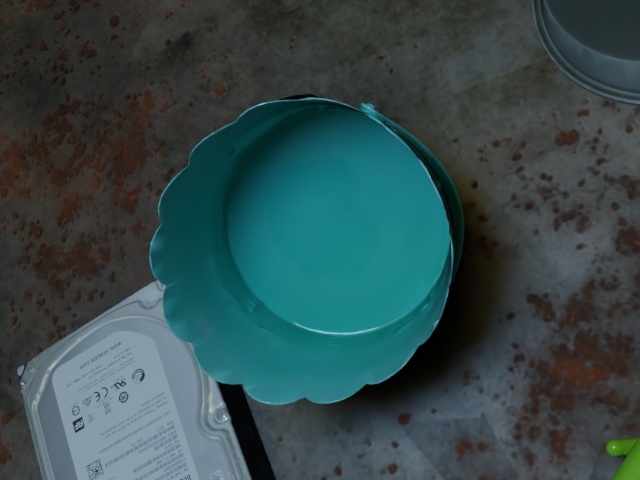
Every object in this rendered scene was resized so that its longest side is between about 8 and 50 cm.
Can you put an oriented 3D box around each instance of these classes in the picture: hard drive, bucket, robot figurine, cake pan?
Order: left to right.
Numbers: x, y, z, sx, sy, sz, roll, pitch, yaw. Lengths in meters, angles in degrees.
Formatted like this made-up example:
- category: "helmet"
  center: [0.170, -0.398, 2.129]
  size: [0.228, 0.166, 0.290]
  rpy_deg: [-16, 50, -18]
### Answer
- category: "hard drive"
  center: [-0.182, 0.227, 1.140]
  size: [0.237, 0.064, 0.339]
  rpy_deg: [-31, 60, 14]
- category: "bucket"
  center: [0.000, 0.000, 1.008]
  size: [0.281, 0.183, 0.281]
  rpy_deg: [2, 101, 12]
- category: "robot figurine"
  center: [0.288, 0.196, 0.906]
  size: [0.115, 0.067, 0.101]
  rpy_deg: [-56, 26, -1]
- category: "cake pan"
  center: [0.346, -0.276, 1.072]
  size: [0.293, 0.054, 0.293]
  rpy_deg: [-10, 66, 24]

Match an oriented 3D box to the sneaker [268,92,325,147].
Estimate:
- category: "sneaker"
  center: [-0.065, -0.078, 1.166]
  size: [0.222, 0.118, 0.083]
  rpy_deg: [-35, 59, 11]
